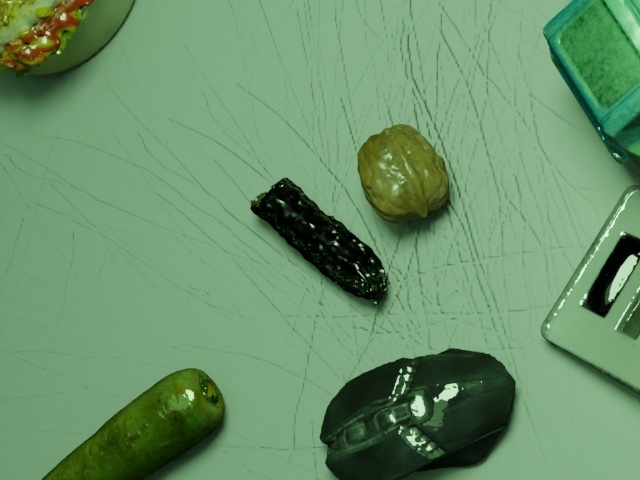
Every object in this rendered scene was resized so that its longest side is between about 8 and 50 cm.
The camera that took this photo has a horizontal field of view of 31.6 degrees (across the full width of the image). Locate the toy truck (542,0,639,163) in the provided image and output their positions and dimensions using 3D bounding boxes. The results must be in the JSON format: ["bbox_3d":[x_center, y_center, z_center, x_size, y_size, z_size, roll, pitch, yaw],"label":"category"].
[{"bbox_3d":[0.326,-0.182,0.898,0.279,0.156,0.155,-33,67,18],"label":"toy truck"}]

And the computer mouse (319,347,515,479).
[{"bbox_3d":[0.080,0.154,0.994,0.192,0.062,0.106,-23,66,20],"label":"computer mouse"}]

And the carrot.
[{"bbox_3d":[-0.240,0.247,1.137,0.358,0.074,0.074,-39,62,16],"label":"carrot"}]

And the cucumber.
[{"bbox_3d":[0.000,0.000,1.088,0.181,0.053,0.053,42,98,28],"label":"cucumber"}]

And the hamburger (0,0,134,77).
[{"bbox_3d":[-0.342,-0.325,1.282,0.294,0.179,0.276,34,94,31],"label":"hamburger"}]

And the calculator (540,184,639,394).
[{"bbox_3d":[0.310,0.065,0.897,0.261,0.021,0.161,30,89,40],"label":"calculator"}]

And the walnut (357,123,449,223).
[{"bbox_3d":[0.077,-0.059,1.047,0.079,0.082,0.096,-21,62,-9],"label":"walnut"}]
